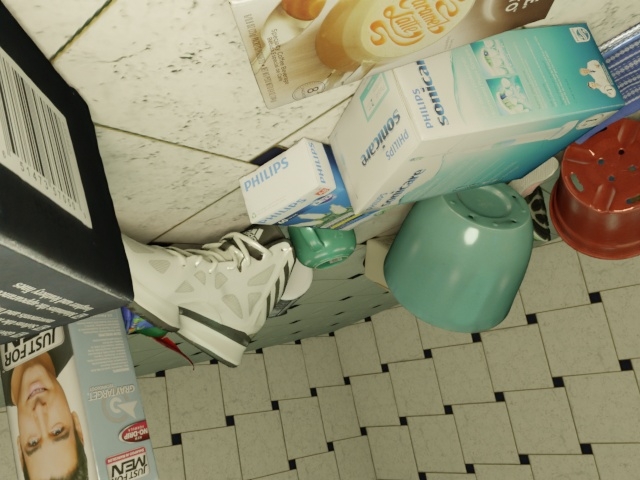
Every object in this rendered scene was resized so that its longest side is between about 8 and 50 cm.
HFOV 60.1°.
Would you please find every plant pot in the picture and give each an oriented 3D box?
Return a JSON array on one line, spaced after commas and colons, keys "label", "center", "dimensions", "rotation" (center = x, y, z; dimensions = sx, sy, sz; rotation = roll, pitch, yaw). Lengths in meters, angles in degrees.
[{"label": "plant pot", "center": [0.632, -0.117, 1.192], "dimensions": [0.272, 0.273, 0.265], "rotation": [-23, 157, 18]}, {"label": "plant pot", "center": [0.300, 0.003, 1.151], "dimensions": [0.292, 0.293, 0.235], "rotation": [-12, 136, -26]}]

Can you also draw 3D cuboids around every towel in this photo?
[{"label": "towel", "center": [0.488, -0.252, 0.906], "dimensions": [0.243, 0.040, 0.336], "rotation": [-29, 162, 33]}]

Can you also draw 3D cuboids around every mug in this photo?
[{"label": "mug", "center": [-0.002, 0.003, 1.118], "dimensions": [0.157, 0.097, 0.129], "rotation": [-6, 162, -41]}]

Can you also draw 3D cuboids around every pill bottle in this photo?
[{"label": "pill bottle", "center": [-0.112, 0.106, 1.303], "dimensions": [0.130, 0.131, 0.246], "rotation": [-13, 165, -23]}]

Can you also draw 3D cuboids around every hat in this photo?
[{"label": "hat", "center": [-0.379, 0.214, 1.257], "dimensions": [0.208, 0.184, 0.173], "rotation": [-8, 162, -36]}]

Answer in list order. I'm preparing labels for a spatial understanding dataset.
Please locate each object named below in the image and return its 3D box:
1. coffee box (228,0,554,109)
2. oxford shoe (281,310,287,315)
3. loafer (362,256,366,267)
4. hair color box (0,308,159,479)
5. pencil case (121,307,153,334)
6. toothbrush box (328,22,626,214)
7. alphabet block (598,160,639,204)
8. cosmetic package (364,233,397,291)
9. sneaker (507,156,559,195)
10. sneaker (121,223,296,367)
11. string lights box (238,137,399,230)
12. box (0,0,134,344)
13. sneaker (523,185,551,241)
[{"label": "coffee box", "center": [0.053, -0.205, 0.404], "dimensions": [0.246, 0.098, 0.141], "rotation": [-19, 166, 0]}, {"label": "oxford shoe", "center": [-0.194, 0.156, 1.507], "dimensions": [0.227, 0.096, 0.083], "rotation": [-5, -174, 25]}, {"label": "loafer", "center": [0.215, 0.050, 1.609], "dimensions": [0.080, 0.078, 0.220], "rotation": [-3, 159, -48]}, {"label": "hair color box", "center": [-0.407, 0.232, 0.897], "dimensions": [0.185, 0.375, 0.113], "rotation": [-25, 164, 25]}, {"label": "pencil case", "center": [-0.274, 0.107, 1.114], "dimensions": [0.306, 0.120, 0.133], "rotation": [-7, -170, -41]}, {"label": "toothbrush box", "center": [0.187, -0.152, 0.718], "dimensions": [0.295, 0.126, 0.216], "rotation": [-14, 166, -20]}, {"label": "alphabet block", "center": [0.828, -0.146, 1.432], "dimensions": [0.197, 0.193, 0.193], "rotation": [-5, 162, -46]}, {"label": "cosmetic package", "center": [0.266, 0.086, 1.392], "dimensions": [0.160, 0.113, 0.309], "rotation": [-10, -156, -31]}, {"label": "sneaker", "center": [0.488, -0.145, 1.274], "dimensions": [0.134, 0.051, 0.070], "rotation": [-41, 163, 28]}, {"label": "sneaker", "center": [-0.202, 0.028, 0.938], "dimensions": [0.258, 0.169, 0.447], "rotation": [-54, 145, -11]}, {"label": "string lights box", "center": [0.013, -0.078, 0.873], "dimensions": [0.133, 0.077, 0.259], "rotation": [-26, 164, 32]}, {"label": "box", "center": [-0.370, -0.018, 0.342], "dimensions": [0.395, 0.212, 0.293], "rotation": [-18, 166, -6]}, {"label": "sneaker", "center": [0.469, -0.063, 1.457], "dimensions": [0.182, 0.158, 0.410], "rotation": [-10, 171, 43]}]
